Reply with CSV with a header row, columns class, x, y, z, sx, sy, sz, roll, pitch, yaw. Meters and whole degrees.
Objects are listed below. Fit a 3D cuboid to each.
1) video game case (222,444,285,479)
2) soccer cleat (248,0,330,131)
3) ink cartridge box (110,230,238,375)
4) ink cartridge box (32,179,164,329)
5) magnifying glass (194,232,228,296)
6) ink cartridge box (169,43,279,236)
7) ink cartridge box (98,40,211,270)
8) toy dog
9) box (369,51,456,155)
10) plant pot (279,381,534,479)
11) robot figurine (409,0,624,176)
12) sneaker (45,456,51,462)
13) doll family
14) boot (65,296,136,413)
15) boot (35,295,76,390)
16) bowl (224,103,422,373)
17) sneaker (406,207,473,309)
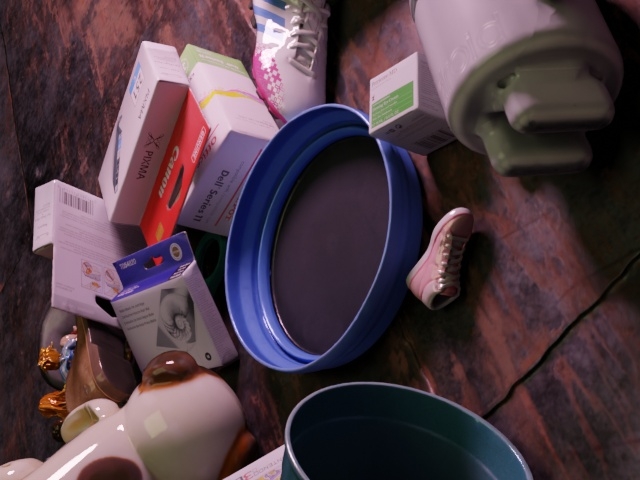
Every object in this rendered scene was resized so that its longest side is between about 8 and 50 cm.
class,x,y,z,sx,sy,sz,roll,pitch,yaw
video game case,-0.050,0.377,1.401,0.206,0.026,0.227,-30,42,-3
soccer cleat,-0.039,-0.325,1.690,0.143,0.116,0.331,-42,45,36
ink cartridge box,-0.259,0.119,1.768,0.223,0.045,0.223,-21,92,44
ink cartridge box,-0.386,0.047,1.887,0.060,0.275,0.238,-20,62,32
magnifying glass,-0.203,0.095,1.836,0.092,0.026,0.230,5,79,55
ink cartridge box,-0.180,-0.153,1.814,0.207,0.119,0.353,-57,39,25
ink cartridge box,-0.288,-0.144,1.791,0.296,0.066,0.261,-65,33,30
toy dog,-0.300,0.342,1.593,0.284,0.408,0.395,51,167,12
box,0.133,-0.179,1.402,0.101,0.102,0.087,-25,55,49
plant pot,0.068,0.338,1.170,0.271,0.272,0.255,47,130,51
robot figurine,0.218,-0.237,1.219,0.300,0.200,0.353,107,156,-51
sneaker,-0.420,0.431,1.912,0.262,0.125,0.104,-12,73,53
doll family,-0.424,0.247,1.909,0.118,0.163,0.262,102,167,-60
boot,-0.401,0.186,1.839,0.115,0.112,0.305,-42,35,16
boot,-0.442,0.145,2.081,0.223,0.118,0.338,8,91,45
bowl,0.000,0.000,1.533,0.391,0.077,0.391,-23,61,48
sneaker,0.162,0.029,1.326,0.134,0.051,0.070,-60,38,25
